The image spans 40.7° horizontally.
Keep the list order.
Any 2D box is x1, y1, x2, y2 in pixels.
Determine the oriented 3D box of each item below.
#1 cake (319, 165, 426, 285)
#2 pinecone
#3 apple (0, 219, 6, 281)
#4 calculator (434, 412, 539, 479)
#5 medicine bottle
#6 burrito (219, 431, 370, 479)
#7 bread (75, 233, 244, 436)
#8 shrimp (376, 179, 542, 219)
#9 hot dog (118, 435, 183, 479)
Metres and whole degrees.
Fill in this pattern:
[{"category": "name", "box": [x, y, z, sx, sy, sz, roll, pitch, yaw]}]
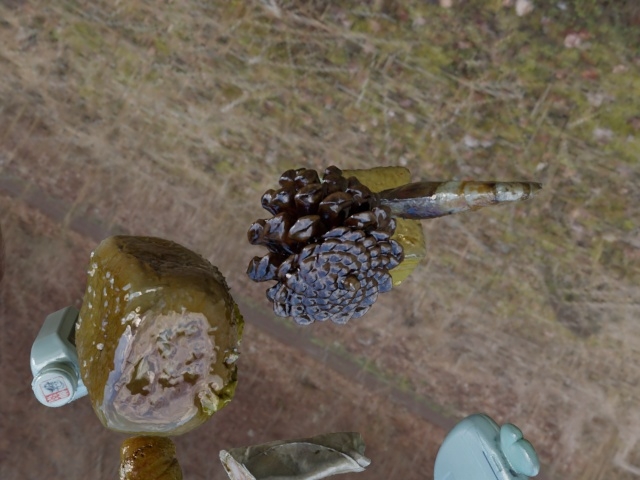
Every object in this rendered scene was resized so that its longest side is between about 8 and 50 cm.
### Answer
[{"category": "cake", "box": [0.084, -0.009, 1.954, 0.228, 0.222, 0.286, -4, 159, -15]}, {"category": "pinecone", "box": [0.000, 0.000, 1.086, 0.208, 0.207, 0.208, 27, 171, 5]}, {"category": "apple", "box": [-0.628, 0.003, 1.306, 0.288, 0.288, 0.316, 26, 149, 13]}, {"category": "calculator", "box": [0.245, 0.364, 1.303, 0.184, 0.042, 0.295, 63, 152, 29]}, {"category": "medicine bottle", "box": [-0.430, 0.202, 1.452, 0.229, 0.083, 0.121, -112, 0, -73]}, {"category": "burrito", "box": [-0.029, 0.327, 1.273, 0.226, 0.087, 0.060, -6, 144, -23]}, {"category": "bread", "box": [-0.188, 0.106, 1.035, 0.176, 0.195, 0.246, 12, -168, -28]}, {"category": "shrimp", "box": [0.243, -0.083, 1.641, 0.365, 0.071, 0.233, -4, -176, 38]}, {"category": "hot dog", "box": [-0.198, 0.379, 1.055, 0.088, 0.285, 0.061, -3, 165, -35]}]
